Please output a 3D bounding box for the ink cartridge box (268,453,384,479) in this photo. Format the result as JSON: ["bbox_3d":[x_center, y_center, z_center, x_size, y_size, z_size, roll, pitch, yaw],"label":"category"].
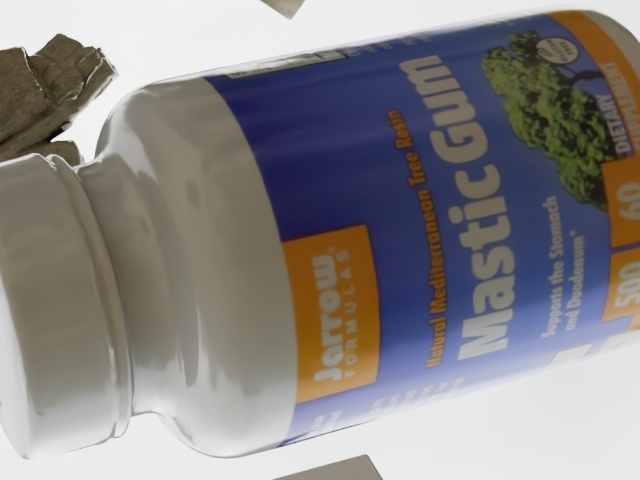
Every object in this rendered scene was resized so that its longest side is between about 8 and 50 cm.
[{"bbox_3d":[0.001,0.224,1.164,0.092,0.143,0.090,-11,-125,-36],"label":"ink cartridge box"}]

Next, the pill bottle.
[{"bbox_3d":[0.000,0.000,0.655,0.272,0.152,0.152,-14,-126,-21],"label":"pill bottle"}]

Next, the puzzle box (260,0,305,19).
[{"bbox_3d":[-0.184,-0.358,1.513,0.052,0.272,0.409,-53,-141,10],"label":"puzzle box"}]

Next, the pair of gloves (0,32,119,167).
[{"bbox_3d":[-0.159,-0.014,0.857,0.204,0.042,0.240,-39,-132,-13],"label":"pair of gloves"}]
